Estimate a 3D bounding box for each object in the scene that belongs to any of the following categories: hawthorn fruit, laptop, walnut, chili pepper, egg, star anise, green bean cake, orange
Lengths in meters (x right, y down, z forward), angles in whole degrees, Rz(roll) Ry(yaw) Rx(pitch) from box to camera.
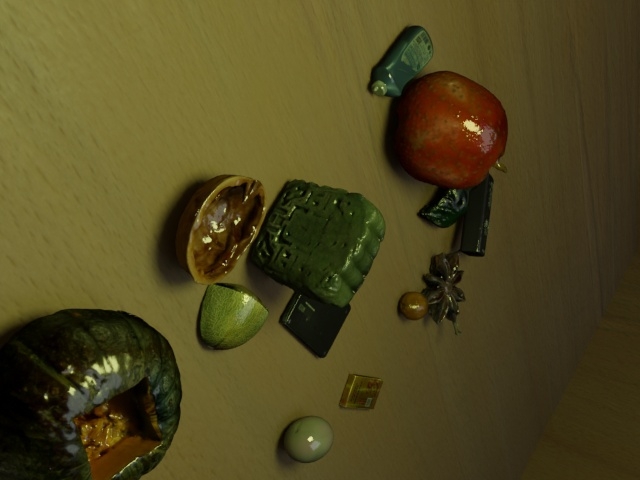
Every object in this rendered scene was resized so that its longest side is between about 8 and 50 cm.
[{"bbox_3d":[0.313,-0.244,1.663,0.275,0.299,0.275,-56,176,-6],"label":"hawthorn fruit"},{"bbox_3d":[-0.004,0.164,1.618,0.154,0.026,0.207,-59,142,-17],"label":"laptop"},{"bbox_3d":[-0.189,-0.031,1.237,0.211,0.087,0.167,-57,149,-17],"label":"walnut"},{"bbox_3d":[0.379,-0.153,1.920,0.148,0.116,0.265,34,77,-56],"label":"chili pepper"},{"bbox_3d":[-0.026,0.459,1.648,0.135,0.103,0.103,-7,110,-52],"label":"egg"},{"bbox_3d":[0.356,0.148,2.045,0.230,0.081,0.263,-37,120,-50],"label":"star anise"},{"bbox_3d":[0.000,0.000,1.383,0.223,0.227,0.125,-62,145,-14],"label":"green bean cake"},{"bbox_3d":[0.253,0.177,1.931,0.085,0.085,0.085,-26,124,-46],"label":"orange"}]

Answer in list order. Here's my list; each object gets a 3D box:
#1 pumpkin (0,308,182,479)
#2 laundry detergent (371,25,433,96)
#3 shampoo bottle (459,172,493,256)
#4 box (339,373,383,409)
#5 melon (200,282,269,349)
[{"bbox_3d":[-0.347,0.246,1.051,0.320,0.192,0.321,-22,119,-47],"label":"pumpkin"},{"bbox_3d":[0.178,-0.391,1.599,0.206,0.061,0.097,-51,142,-27],"label":"laundry detergent"},{"bbox_3d":[0.458,-0.112,2.064,0.098,0.071,0.310,21,75,-61],"label":"shampoo bottle"},{"bbox_3d":[0.109,0.399,1.874,0.156,0.022,0.089,20,89,-55],"label":"box"},{"bbox_3d":[-0.161,0.158,1.361,0.128,0.079,0.160,-63,144,-16],"label":"melon"}]
